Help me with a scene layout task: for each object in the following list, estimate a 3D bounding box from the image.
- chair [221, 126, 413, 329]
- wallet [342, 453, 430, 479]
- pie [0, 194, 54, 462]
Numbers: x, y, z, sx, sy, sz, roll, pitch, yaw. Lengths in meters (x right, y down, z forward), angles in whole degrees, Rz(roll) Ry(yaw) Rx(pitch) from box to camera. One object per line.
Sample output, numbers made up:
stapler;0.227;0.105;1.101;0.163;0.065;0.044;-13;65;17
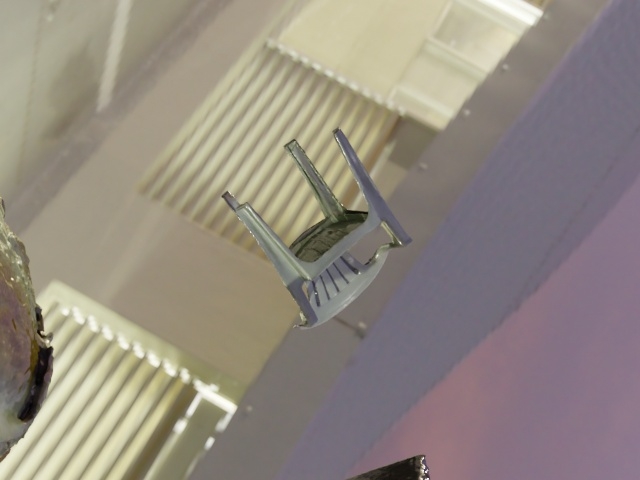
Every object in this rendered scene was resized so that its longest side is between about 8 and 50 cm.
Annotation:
chair;0.000;0.000;1.671;0.203;0.275;0.190;-37;-164;-16
wallet;-0.022;0.343;1.326;0.321;0.044;0.170;-20;-170;10
pie;-0.212;0.007;0.497;0.257;0.105;0.274;-42;120;-65
